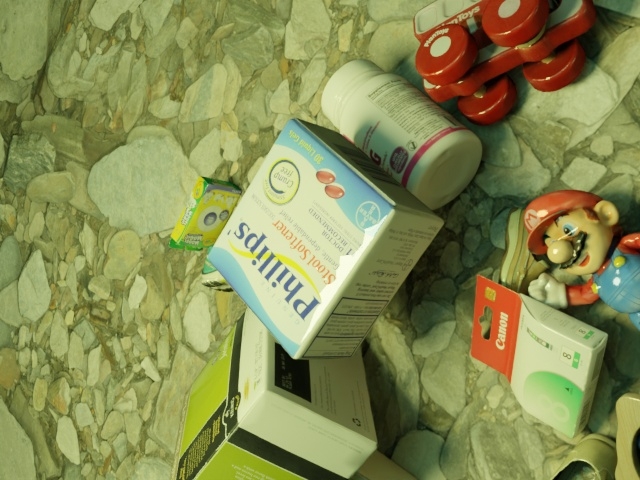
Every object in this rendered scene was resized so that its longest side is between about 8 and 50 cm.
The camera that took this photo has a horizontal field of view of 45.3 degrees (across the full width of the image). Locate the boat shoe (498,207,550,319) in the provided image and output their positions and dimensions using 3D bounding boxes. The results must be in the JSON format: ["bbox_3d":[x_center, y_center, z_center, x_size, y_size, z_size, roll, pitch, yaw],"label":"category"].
[{"bbox_3d":[0.332,0.041,1.236,0.072,0.068,0.189,5,88,28],"label":"boat shoe"}]

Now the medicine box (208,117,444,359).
[{"bbox_3d":[0.000,0.000,1.232,0.263,0.149,0.289,44,111,33],"label":"medicine box"}]

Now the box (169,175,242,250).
[{"bbox_3d":[-0.258,-0.049,1.694,0.043,0.105,0.179,42,111,35],"label":"box"}]

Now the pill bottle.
[{"bbox_3d":[0.135,-0.194,1.358,0.283,0.160,0.160,47,113,33],"label":"pill bottle"}]

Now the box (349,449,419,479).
[{"bbox_3d":[0.045,0.536,1.368,0.148,0.121,0.311,30,103,38],"label":"box"}]

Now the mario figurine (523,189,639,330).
[{"bbox_3d":[0.409,0.055,1.097,0.198,0.170,0.320,-46,62,5],"label":"mario figurine"}]

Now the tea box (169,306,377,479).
[{"bbox_3d":[-0.091,0.311,1.352,0.323,0.220,0.329,-52,19,22],"label":"tea box"}]

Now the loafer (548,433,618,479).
[{"bbox_3d":[0.359,0.412,1.148,0.102,0.092,0.268,27,102,38],"label":"loafer"}]

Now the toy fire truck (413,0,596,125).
[{"bbox_3d":[0.290,-0.359,1.268,0.302,0.169,0.253,-25,51,33],"label":"toy fire truck"}]

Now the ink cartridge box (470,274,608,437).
[{"bbox_3d":[0.317,0.175,1.185,0.225,0.056,0.181,26,133,36],"label":"ink cartridge box"}]

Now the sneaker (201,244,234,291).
[{"bbox_3d":[-0.151,0.036,1.605,0.275,0.107,0.109,-10,69,38],"label":"sneaker"}]

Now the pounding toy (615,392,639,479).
[{"bbox_3d":[0.460,0.320,1.012,0.154,0.155,0.269,18,123,49],"label":"pounding toy"}]
